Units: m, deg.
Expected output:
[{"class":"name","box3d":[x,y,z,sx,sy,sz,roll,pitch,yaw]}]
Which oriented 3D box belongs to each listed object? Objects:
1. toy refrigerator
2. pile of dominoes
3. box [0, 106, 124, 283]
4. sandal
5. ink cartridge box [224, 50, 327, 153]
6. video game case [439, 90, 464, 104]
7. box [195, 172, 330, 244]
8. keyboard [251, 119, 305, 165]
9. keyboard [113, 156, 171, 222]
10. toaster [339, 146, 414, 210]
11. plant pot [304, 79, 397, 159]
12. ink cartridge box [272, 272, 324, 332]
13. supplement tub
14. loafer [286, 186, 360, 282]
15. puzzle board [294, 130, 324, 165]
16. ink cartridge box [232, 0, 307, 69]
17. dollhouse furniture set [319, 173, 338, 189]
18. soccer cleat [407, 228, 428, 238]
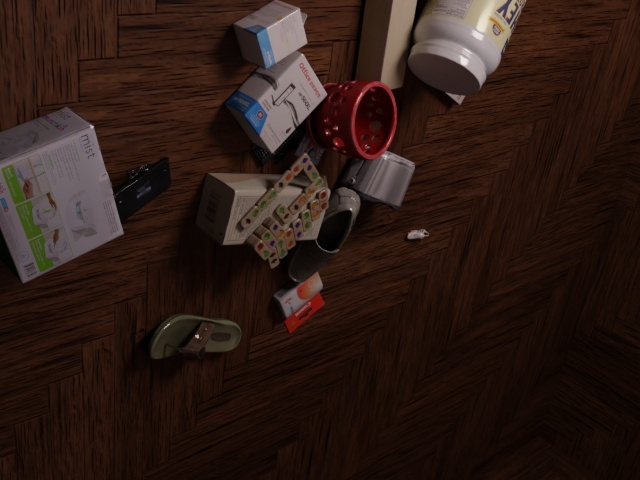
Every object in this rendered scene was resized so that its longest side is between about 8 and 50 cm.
[{"class":"toy refrigerator","box3d":[0.163,-0.522,1.967,0.102,0.094,0.269,-24,131,-43]},{"class":"pile of dominoes","box3d":[-0.070,-0.060,1.885,0.251,0.040,0.196,-48,139,-10]},{"class":"box","box3d":[-0.534,-0.089,1.518,0.231,0.127,0.262,-31,134,-29]},{"class":"sandal","box3d":[-0.310,0.254,2.007,0.303,0.086,0.120,2,114,-46]},{"class":"ink cartridge box","box3d":[-0.101,-0.332,1.828,0.203,0.086,0.148,-48,140,-9]},{"class":"video game case","box3d":[0.397,-0.532,2.234,0.210,0.042,0.232,24,98,-51]},{"class":"box","box3d":[-0.137,-0.081,1.931,0.311,0.121,0.148,-2,116,-45]},{"class":"keyboard","box3d":[-0.079,-0.258,1.938,0.192,0.038,0.100,-45,139,-13]},{"class":"keyboard","box3d":[-0.390,-0.121,1.689,0.180,0.023,0.108,-46,149,-41]},{"class":"toaster","box3d":[0.169,-0.177,2.175,0.227,0.129,0.146,15,102,-48]},{"class":"plant pot","box3d":[0.069,-0.305,1.932,0.191,0.174,0.191,-23,121,-47]},{"class":"ink cartridge box","box3d":[-0.051,0.180,2.257,0.145,0.045,0.179,-40,135,-19]},{"class":"supplement tub","box3d":[0.377,-0.562,2.000,0.235,0.235,0.324,36,75,-51]},{"class":"loafer","box3d":[0.000,0.000,2.078,0.112,0.111,0.319,24,121,-13]},{"class":"puzzle board","box3d":[-0.008,-0.264,2.027,0.096,0.011,0.128,20,101,-50]},{"class":"ink cartridge box","box3d":[-0.103,-0.462,1.733,0.143,0.092,0.090,-36,137,-22]},{"class":"dollhouse furniture set","box3d":[0.039,-0.140,2.115,0.081,0.091,0.114,-47,139,-36]},{"class":"soccer cleat","box3d":[0.311,-0.018,2.497,0.083,0.036,0.029,-13,124,-40]}]
